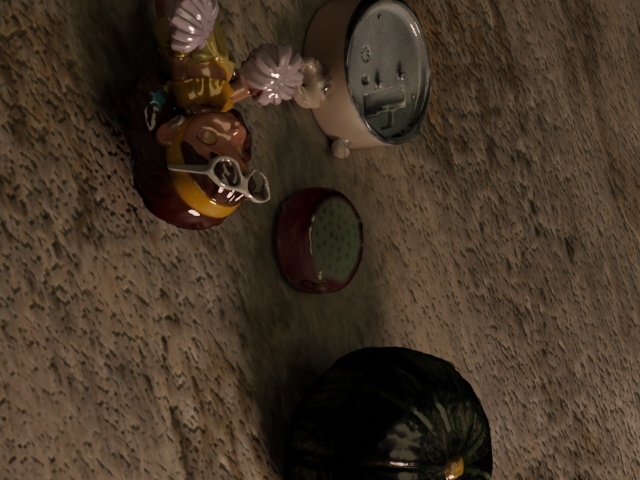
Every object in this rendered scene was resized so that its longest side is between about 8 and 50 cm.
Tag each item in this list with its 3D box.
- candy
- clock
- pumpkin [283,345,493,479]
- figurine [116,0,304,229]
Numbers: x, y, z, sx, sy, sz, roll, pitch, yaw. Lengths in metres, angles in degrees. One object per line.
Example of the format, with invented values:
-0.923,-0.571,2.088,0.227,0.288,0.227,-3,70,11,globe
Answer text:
0.000,0.000,1.692,0.103,0.043,0.103,7,81,-53,candy
0.051,-0.165,1.759,0.229,0.063,0.156,-15,99,-52,clock
0.066,0.206,1.667,0.220,0.161,0.221,2,88,-48,pumpkin
-0.104,-0.127,1.503,0.174,0.115,0.240,25,61,-52,figurine
